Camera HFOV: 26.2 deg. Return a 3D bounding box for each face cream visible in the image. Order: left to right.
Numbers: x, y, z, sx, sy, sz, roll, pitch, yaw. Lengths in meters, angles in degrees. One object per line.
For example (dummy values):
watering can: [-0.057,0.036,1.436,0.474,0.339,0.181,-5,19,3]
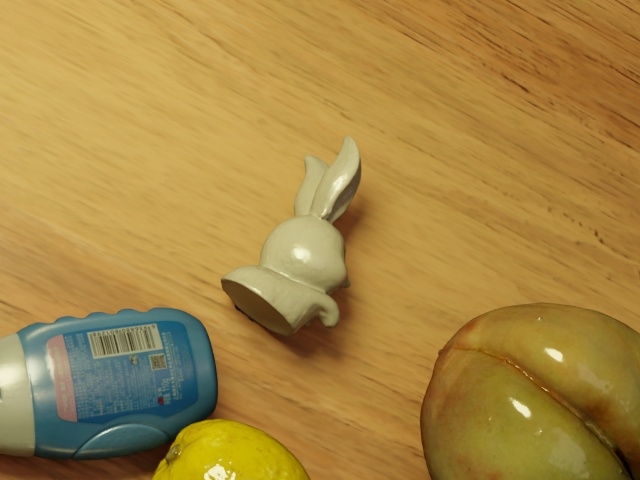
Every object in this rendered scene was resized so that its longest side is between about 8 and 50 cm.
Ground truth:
face cream: [-0.239,0.148,1.383,0.263,0.083,0.149,-6,77,-23]

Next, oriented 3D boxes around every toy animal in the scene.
toy animal: [-0.002,0.002,1.505,0.130,0.104,0.221,38,66,-6]

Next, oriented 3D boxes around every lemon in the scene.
lemon: [-0.082,0.279,1.367,0.170,0.170,0.207,-38,99,-26]

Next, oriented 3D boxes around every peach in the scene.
peach: [0.246,0.206,1.478,0.292,0.247,0.292,-2,73,6]
